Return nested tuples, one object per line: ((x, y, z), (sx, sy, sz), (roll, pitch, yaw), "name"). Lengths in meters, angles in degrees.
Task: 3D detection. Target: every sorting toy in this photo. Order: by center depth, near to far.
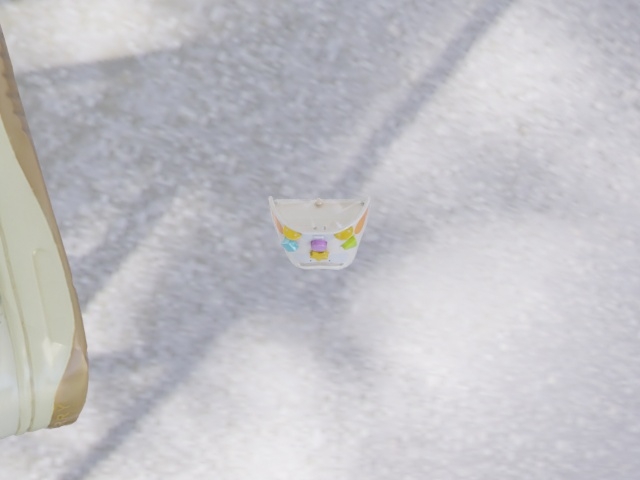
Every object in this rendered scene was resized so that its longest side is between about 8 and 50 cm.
((0.000, 0.000, 1.574), (0.083, 0.075, 0.045), (0, 56, 2), "sorting toy")

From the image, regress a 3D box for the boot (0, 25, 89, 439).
((-0.210, -0.036, 0.650), (0.095, 0.203, 0.262), (136, 117, -66), "boot")
